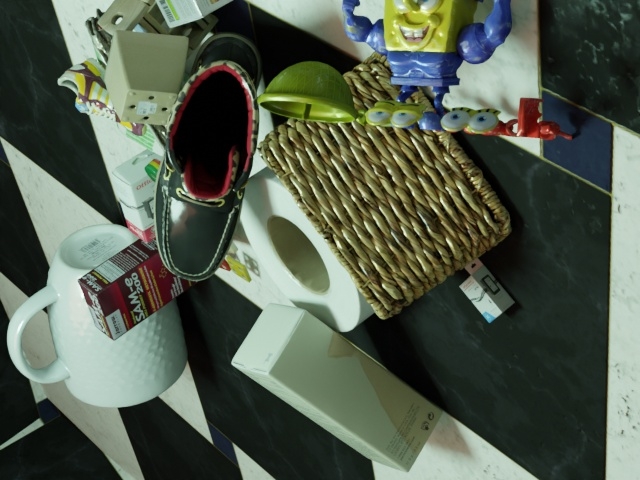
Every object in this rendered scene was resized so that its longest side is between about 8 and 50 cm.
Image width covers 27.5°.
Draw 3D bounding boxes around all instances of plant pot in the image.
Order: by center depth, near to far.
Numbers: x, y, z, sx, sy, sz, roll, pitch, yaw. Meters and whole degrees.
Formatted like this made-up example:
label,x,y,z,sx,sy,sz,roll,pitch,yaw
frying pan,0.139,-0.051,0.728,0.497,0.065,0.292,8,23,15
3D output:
label,x,y,z,sx,sy,sz,roll,pitch,yaw
plant pot,-0.249,-0.227,1.882,0.109,0.109,0.096,117,151,-52

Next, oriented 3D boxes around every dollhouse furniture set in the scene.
label,x,y,z,sx,sy,sz,roll,pitch,yaw
dollhouse furniture set,-0.280,-0.349,1.979,0.184,0.129,0.129,33,173,39

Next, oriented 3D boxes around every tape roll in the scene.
label,x,y,z,sx,sy,sz,roll,pitch,yaw
tape roll,0.000,0.000,2.013,0.286,0.100,0.286,40,151,27

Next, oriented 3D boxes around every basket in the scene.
label,x,y,z,sx,sy,sz,roll,pitch,yaw
basket,0.095,-0.077,1.758,0.299,0.223,0.213,53,-172,2

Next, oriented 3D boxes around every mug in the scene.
label,x,y,z,sx,sy,sz,roll,pitch,yaw
mug,-0.481,0.163,2.751,0.276,0.374,0.328,37,144,43

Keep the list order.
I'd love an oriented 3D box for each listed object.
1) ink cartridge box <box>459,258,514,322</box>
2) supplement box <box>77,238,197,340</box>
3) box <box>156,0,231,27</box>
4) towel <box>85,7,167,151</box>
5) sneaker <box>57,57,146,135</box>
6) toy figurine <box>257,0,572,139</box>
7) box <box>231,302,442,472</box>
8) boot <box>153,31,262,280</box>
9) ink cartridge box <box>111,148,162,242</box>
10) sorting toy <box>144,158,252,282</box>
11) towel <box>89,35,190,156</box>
label,x,y,z,sx,sy,sz,roll,pitch,yaw
ink cartridge box,0.222,0.067,1.789,0.083,0.028,0.048,51,155,8
supplement box,-0.343,0.072,2.542,0.073,0.239,0.130,32,148,39
box,-0.114,-0.365,1.629,0.103,0.203,0.114,1,121,60
towel,-0.287,-0.241,2.114,0.282,0.049,0.187,58,180,-25
sneaker,-0.387,-0.240,2.323,0.185,0.084,0.069,45,152,19
toy figurine,0.114,-0.234,1.488,0.363,0.191,0.217,9,96,37
box,0.027,0.236,2.097,0.311,0.121,0.148,38,166,-25
boot,-0.161,-0.100,1.840,0.138,0.377,0.284,15,-169,-6
ink cartridge box,-0.317,-0.088,2.448,0.063,0.109,0.150,36,150,36
sorting toy,-0.204,-0.041,2.371,0.132,0.046,0.274,14,144,54
towel,-0.283,-0.230,2.297,0.325,0.038,0.248,34,148,38
